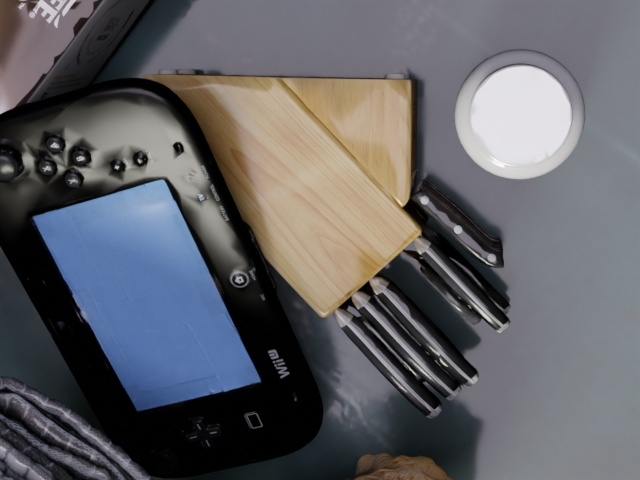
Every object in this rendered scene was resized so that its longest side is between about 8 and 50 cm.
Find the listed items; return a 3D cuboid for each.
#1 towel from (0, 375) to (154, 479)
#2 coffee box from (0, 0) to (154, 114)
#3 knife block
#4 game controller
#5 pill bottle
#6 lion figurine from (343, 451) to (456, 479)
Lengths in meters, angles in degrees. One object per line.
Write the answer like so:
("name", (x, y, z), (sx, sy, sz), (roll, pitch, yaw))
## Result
("towel", (-0.168, 0.253, 0.883), (0.284, 0.121, 0.235), (38, 117, 3))
("coffee box", (-0.246, -0.157, 0.979), (0.168, 0.119, 0.297), (40, 100, 3))
("knife block", (0.000, 0.000, 0.981), (0.276, 0.088, 0.242), (2, 97, 7))
("game controller", (-0.116, 0.035, 0.953), (0.167, 0.067, 0.319), (-10, 121, 23))
("pill bottle", (0.133, -0.086, 0.920), (0.086, 0.152, 0.086), (1, 97, 8))
("lion figurine", (-0.096, 0.230, 0.971), (0.392, 0.142, 0.240), (10, 123, -1))
